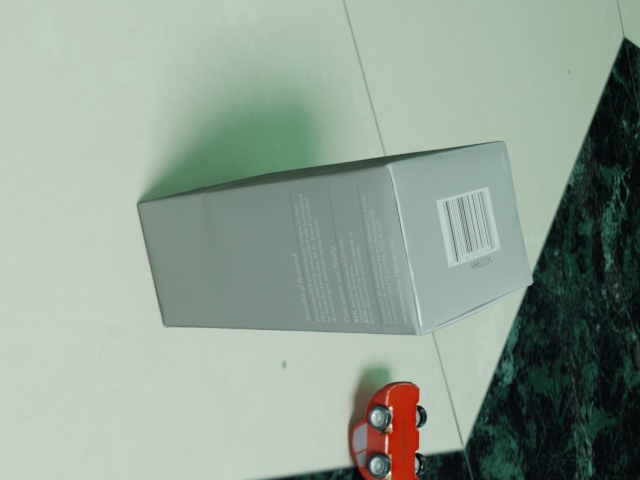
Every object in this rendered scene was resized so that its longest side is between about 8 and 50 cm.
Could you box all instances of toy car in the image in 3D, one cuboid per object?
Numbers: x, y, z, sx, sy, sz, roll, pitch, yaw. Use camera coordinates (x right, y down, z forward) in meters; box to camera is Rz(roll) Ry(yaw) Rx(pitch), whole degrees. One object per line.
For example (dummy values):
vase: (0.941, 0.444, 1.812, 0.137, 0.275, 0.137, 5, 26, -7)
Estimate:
toy car: (0.040, 0.269, 0.689, 0.225, 0.053, 0.239, -37, 112, -42)

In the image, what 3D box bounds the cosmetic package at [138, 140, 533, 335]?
cosmetic package: (0.000, 0.000, 0.534, 0.127, 0.238, 0.107, -17, 96, -44)
